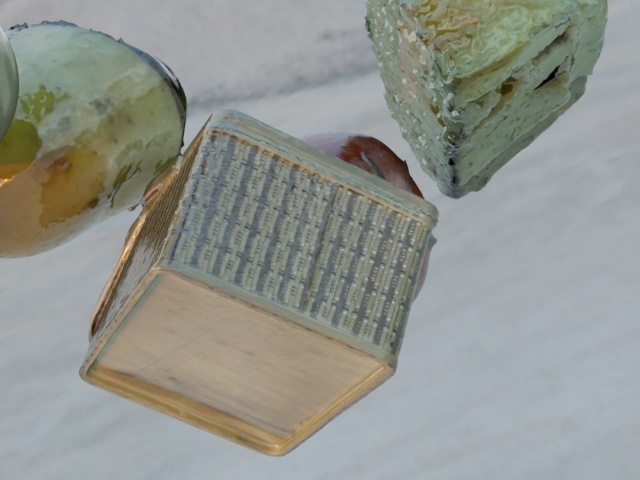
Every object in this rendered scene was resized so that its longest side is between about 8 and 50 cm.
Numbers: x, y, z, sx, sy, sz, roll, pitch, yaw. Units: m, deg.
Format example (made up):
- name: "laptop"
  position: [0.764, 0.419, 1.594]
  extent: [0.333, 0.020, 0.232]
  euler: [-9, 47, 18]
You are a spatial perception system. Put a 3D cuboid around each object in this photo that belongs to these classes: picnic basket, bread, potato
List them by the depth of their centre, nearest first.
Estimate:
- name: "picnic basket"
  position: [-0.065, 0.044, 1.292]
  extent: [0.313, 0.228, 0.175]
  euler: [-47, 23, 58]
- name: "potato"
  position: [-0.295, -0.085, 1.421]
  extent: [0.286, 0.242, 0.242]
  euler: [11, 21, 21]
- name: "bread"
  position: [0.212, -0.246, 1.767]
  extent: [0.264, 0.239, 0.395]
  euler: [-31, -22, -6]

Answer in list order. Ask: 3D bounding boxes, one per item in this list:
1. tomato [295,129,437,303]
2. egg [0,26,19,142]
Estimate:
- name: "tomato"
  position: [0.000, 0.000, 1.747]
  extent: [0.265, 0.264, 0.265]
  euler: [-24, 7, 3]
- name: "egg"
  position: [-0.380, -0.124, 1.169]
  extent: [0.269, 0.219, 0.219]
  euler: [-15, 7, 4]
